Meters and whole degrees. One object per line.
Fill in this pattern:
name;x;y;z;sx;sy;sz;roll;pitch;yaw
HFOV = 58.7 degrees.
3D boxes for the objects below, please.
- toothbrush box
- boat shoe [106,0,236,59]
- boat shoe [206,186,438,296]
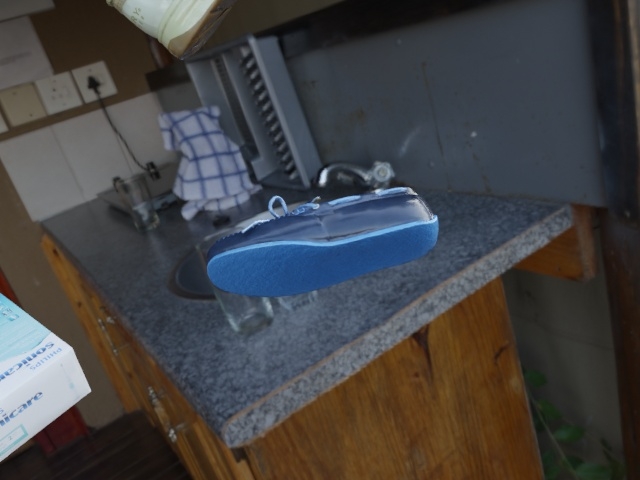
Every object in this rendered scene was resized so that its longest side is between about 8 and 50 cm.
toothbrush box;-0.606;0.237;1.032;0.296;0.126;0.216;22;44;30
boat shoe;-0.066;-0.288;0.458;0.285;0.089;0.104;-56;11;1
boat shoe;0.000;0.000;0.650;0.259;0.109;0.089;-7;47;-9
